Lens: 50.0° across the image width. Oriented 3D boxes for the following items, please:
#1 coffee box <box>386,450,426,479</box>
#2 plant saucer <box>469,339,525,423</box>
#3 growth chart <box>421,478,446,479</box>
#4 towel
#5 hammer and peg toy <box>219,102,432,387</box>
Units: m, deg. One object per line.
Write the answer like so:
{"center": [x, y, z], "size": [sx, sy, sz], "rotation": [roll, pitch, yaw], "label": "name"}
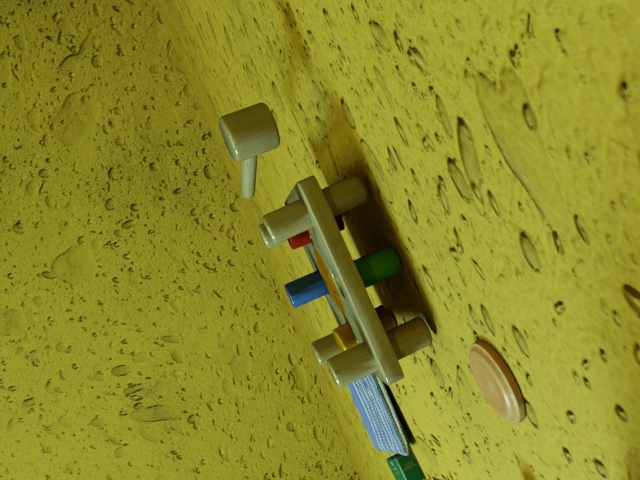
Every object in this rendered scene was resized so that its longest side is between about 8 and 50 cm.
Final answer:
{"center": [0.194, 0.502, 1.337], "size": [0.184, 0.040, 0.113], "rotation": [63, 169, 15], "label": "coffee box"}
{"center": [0.164, 0.135, 0.648], "size": [0.083, 0.013, 0.083], "rotation": [157, 90, -81], "label": "plant saucer"}
{"center": [0.227, 0.476, 1.151], "size": [0.172, 0.021, 0.237], "rotation": [62, 171, 15], "label": "growth chart"}
{"center": [0.097, 0.322, 1.406], "size": [0.336, 0.040, 0.243], "rotation": [100, 147, -74], "label": "towel"}
{"center": [0.000, 0.000, 0.887], "size": [0.266, 0.127, 0.361], "rotation": [151, 94, -83], "label": "hammer and peg toy"}
